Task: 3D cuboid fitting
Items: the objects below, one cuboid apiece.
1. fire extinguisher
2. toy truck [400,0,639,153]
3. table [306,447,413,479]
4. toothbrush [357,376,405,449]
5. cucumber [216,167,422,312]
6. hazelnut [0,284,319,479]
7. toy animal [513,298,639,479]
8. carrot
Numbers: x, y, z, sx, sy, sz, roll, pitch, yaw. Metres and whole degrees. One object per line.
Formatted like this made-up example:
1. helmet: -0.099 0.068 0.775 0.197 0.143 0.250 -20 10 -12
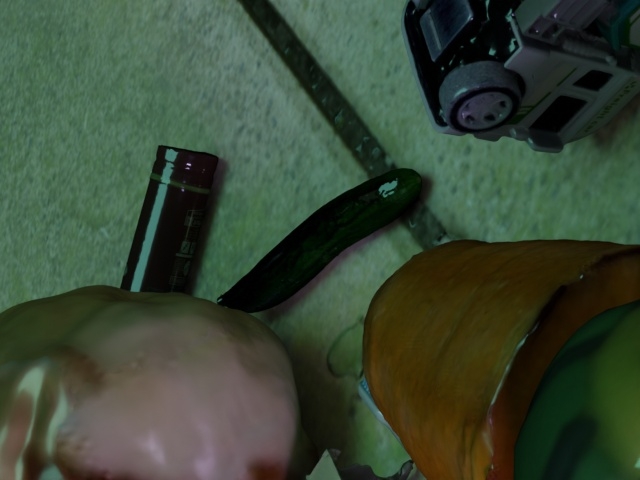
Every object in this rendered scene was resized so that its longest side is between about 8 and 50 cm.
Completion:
1. fire extinguisher: -0.108 0.015 1.306 0.064 0.043 0.158 -105 31 -84
2. toy truck: 0.145 -0.147 0.903 0.253 0.124 0.114 -49 42 39
3. table: 0.020 0.167 1.041 0.083 0.062 0.079 -59 37 27
4. toothbrush: 0.080 0.137 1.000 0.263 0.022 0.026 49 132 51
5. cucumber: 0.000 0.000 1.158 0.184 0.033 0.036 -38 25 45
6. hazelnut: -0.128 0.145 1.156 0.261 0.241 0.261 -17 52 22
7. toy animal: 0.193 0.147 0.670 0.338 0.216 0.191 -129 31 -49
8. carrot: 0.085 0.064 0.896 0.225 0.159 0.159 20 96 59
